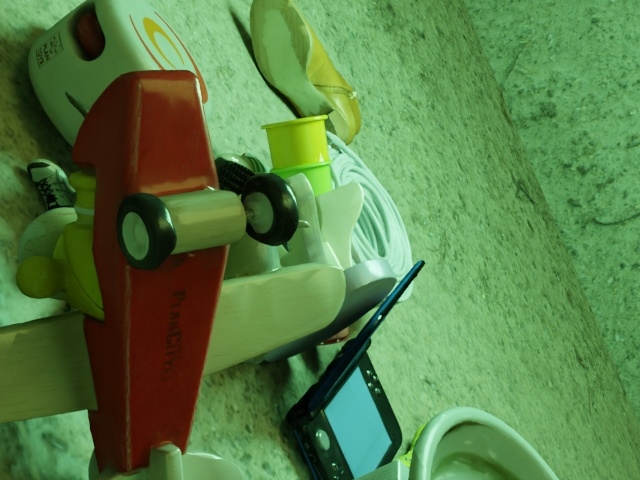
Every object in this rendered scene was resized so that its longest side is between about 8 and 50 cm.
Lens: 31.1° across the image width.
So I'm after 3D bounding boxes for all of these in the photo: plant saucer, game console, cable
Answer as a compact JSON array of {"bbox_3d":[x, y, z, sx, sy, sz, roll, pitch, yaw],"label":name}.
[{"bbox_3d":[0.195,0.378,1.232,0.400,0.100,0.401,40,32,-31],"label":"plant saucer"},{"bbox_3d":[0.086,0.199,1.555,0.250,0.173,0.293,66,23,-7],"label":"game console"},{"bbox_3d":[0.050,-0.014,1.770,0.257,0.089,0.257,35,37,-51],"label":"cable"}]

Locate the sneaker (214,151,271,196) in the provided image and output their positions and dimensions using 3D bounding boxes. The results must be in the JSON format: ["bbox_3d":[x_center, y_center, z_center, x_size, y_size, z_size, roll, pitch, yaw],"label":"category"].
[{"bbox_3d":[-0.111,-0.096,1.625,0.161,0.057,0.075,27,27,-54],"label":"sneaker"}]

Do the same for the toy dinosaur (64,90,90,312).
[{"bbox_3d":[-0.218,-0.011,1.216,0.314,0.121,0.160,62,14,-20],"label":"toy dinosaur"}]

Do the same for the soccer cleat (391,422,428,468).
[{"bbox_3d":[0.148,0.338,1.667,0.121,0.093,0.289,55,25,-18],"label":"soccer cleat"}]

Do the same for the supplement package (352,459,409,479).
[{"bbox_3d":[0.068,0.431,1.277,0.177,0.175,0.293,46,28,-29],"label":"supplement package"}]

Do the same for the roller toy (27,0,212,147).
[{"bbox_3d":[-0.233,-0.179,1.314,0.209,0.146,0.191,56,14,-5],"label":"roller toy"}]

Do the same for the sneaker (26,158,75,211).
[{"bbox_3d":[-0.281,-0.050,1.220,0.083,0.031,0.037,52,25,-26],"label":"sneaker"}]

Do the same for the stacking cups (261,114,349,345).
[{"bbox_3d":[-0.006,-0.014,1.607,0.096,0.096,0.316,-24,104,-68],"label":"stacking cups"}]

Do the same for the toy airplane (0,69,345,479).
[{"bbox_3d":[-0.178,0.074,1.019,0.272,0.384,0.386,35,-10,40],"label":"toy airplane"}]

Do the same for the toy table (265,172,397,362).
[{"bbox_3d":[-0.022,0.034,1.451,0.252,0.274,0.161,-20,74,-34],"label":"toy table"}]

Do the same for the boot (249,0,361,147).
[{"bbox_3d":[-0.021,-0.295,1.980,0.295,0.104,0.211,66,17,-10],"label":"boot"}]
